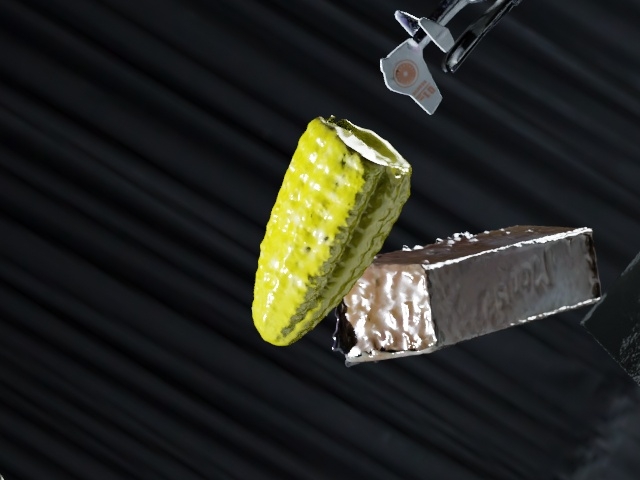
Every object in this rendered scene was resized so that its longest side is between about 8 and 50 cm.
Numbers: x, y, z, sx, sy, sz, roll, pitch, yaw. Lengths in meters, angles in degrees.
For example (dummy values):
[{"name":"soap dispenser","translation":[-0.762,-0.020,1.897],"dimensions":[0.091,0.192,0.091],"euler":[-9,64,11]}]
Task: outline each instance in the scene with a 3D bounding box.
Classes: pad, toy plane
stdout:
[{"name":"pad","translation":[0.273,0.064,1.299],"dimensions":[0.116,0.004,0.193],"euler":[-48,-49,-2]},{"name":"toy plane","translation":[0.105,-0.176,1.129],"dimensions":[0.197,0.078,0.053],"euler":[-51,21,-2]}]

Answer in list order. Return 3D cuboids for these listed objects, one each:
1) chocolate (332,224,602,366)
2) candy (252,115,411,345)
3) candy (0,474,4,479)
[{"name":"chocolate","translation":[0.152,0.049,1.732],"dimensions":[0.321,0.112,0.112],"euler":[-10,-85,-47]},{"name":"candy","translation":[0.000,0.000,1.499],"dimensions":[0.094,0.106,0.199],"euler":[12,-71,-44]},{"name":"candy","translation":[-0.333,0.086,1.170],"dimensions":[0.297,0.187,0.081],"euler":[43,119,54]}]
